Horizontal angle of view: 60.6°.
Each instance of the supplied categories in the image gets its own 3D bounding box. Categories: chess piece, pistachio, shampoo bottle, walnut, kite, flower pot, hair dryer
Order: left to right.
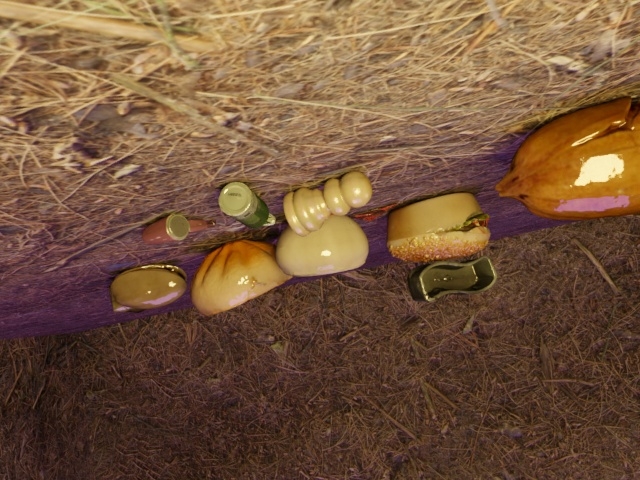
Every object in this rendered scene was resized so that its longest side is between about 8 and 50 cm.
[{"bbox_3d":[-0.505,0.137,1.622,0.225,0.136,0.136,-9,172,-3],"label":"pistachio"},{"bbox_3d":[-0.278,-0.024,1.135,0.106,0.054,0.154,-13,177,42],"label":"hair dryer"},{"bbox_3d":[-0.133,-0.059,1.037,0.065,0.065,0.204,-12,172,4],"label":"shampoo bottle"},{"bbox_3d":[0.018,-0.081,1.057,0.170,0.094,0.094,-24,167,24],"label":"chess piece"},{"bbox_3d":[0.128,-0.071,1.509,0.125,0.008,0.222,-9,171,-18],"label":"kite"},{"bbox_3d":[0.364,0.106,1.531,0.229,0.103,0.108,-8,175,-15],"label":"flower pot"},{"bbox_3d":[0.470,-0.131,0.946,0.335,0.209,0.209,-14,172,5],"label":"walnut"}]

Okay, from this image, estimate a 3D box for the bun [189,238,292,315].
[{"bbox_3d":[-0.225,0.081,1.502,0.298,0.165,0.299,-25,-177,1],"label":"bun"}]

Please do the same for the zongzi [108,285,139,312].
[{"bbox_3d":[-0.547,0.160,1.795,0.241,0.112,0.221,-19,175,-6],"label":"zongzi"}]

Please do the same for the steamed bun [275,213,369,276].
[{"bbox_3d":[0.000,0.000,1.334,0.231,0.145,0.232,-7,-175,1],"label":"steamed bun"}]

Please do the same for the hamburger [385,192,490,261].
[{"bbox_3d":[0.326,-0.024,1.537,0.301,0.171,0.302,-12,172,-2],"label":"hamburger"}]
